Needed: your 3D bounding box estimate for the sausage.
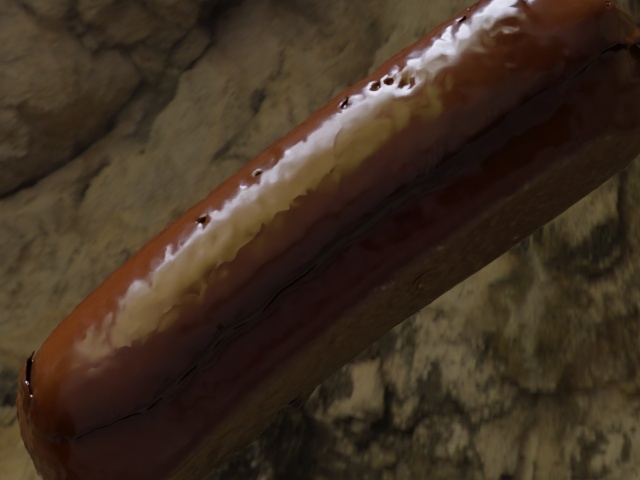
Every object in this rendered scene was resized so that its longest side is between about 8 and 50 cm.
[{"bbox_3d":[0.000,0.000,0.673,0.330,0.102,0.102,-37,-82,3],"label":"sausage"}]
